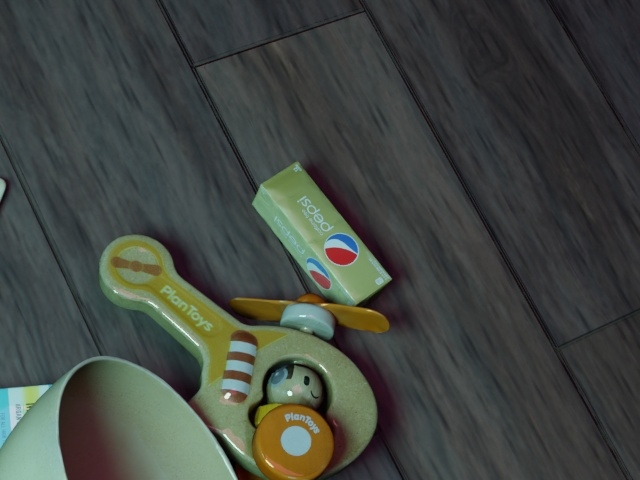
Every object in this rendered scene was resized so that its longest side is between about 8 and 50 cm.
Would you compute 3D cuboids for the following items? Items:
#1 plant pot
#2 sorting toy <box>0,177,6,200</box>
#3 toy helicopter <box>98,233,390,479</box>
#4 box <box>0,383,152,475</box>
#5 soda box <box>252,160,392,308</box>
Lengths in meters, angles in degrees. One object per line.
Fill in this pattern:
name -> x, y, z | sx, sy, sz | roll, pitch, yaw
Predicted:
plant pot -> -0.218, 0.280, 1.326 | 0.191, 0.284, 0.284 | -33, 75, 20
sorting toy -> -0.472, -0.022, 1.525 | 0.208, 0.038, 0.193 | 19, 64, -6
toy helicopter -> -0.086, 0.109, 1.520 | 0.355, 0.140, 0.235 | 39, 61, 7
box -> -0.294, 0.207, 1.462 | 0.244, 0.060, 0.100 | -4, 69, -16
soda box -> 0.000, 0.000, 1.627 | 0.058, 0.061, 0.181 | -35, 80, -24
